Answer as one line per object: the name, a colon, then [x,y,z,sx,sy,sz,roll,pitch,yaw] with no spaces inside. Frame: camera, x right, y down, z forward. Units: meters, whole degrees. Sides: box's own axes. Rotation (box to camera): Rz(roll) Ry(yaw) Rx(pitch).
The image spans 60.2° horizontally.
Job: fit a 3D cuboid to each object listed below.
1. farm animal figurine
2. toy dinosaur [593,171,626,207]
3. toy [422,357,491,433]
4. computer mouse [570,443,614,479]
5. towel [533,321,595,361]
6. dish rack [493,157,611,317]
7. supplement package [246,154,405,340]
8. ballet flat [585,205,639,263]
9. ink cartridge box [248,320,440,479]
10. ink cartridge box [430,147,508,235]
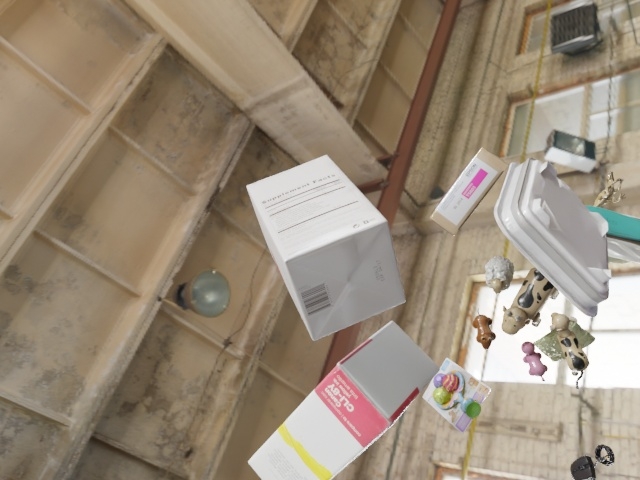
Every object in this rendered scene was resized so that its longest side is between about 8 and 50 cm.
farm animal figurine: [0.599,0.213,1.561,0.172,0.331,0.326,45,-119,-58]
toy dinosaur: [0.761,-0.113,1.478,0.053,0.092,0.183,42,-105,0]
toy: [0.346,0.402,1.484,0.056,0.237,0.136,34,-92,-19]
computer mouse: [0.703,0.587,1.443,0.242,0.041,0.071,87,-175,-52]
towel: [0.716,0.299,1.623,0.110,0.148,0.027,36,-145,-15]
dish rack: [0.492,-0.032,1.125,0.285,0.072,0.333,44,-143,-3]
supplement package: [0.000,0.000,0.988,0.175,0.293,0.177,-22,-57,-7]
ballet flat: [0.802,0.019,1.352,0.139,0.401,0.139,17,-90,-76]
ink cartridge box: [0.050,0.394,1.243,0.160,0.384,0.279,45,-150,14]
ink cartridge box: [0.407,-0.137,1.531,0.088,0.234,0.193,37,-168,7]
